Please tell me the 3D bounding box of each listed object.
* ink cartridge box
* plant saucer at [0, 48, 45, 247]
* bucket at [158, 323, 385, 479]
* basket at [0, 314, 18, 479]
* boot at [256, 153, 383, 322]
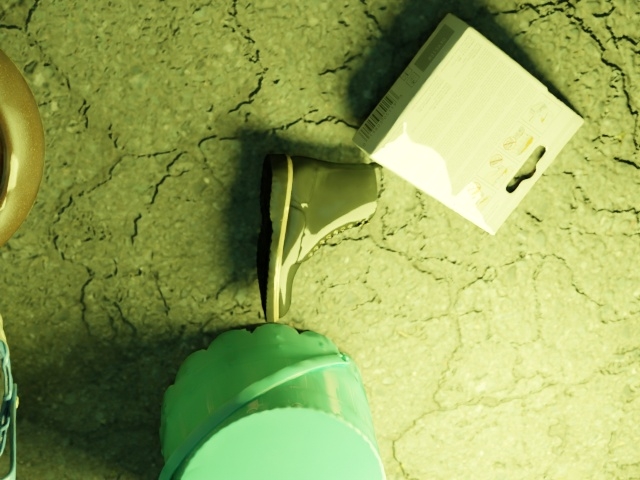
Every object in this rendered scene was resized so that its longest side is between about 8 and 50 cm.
[{"bbox_3d":[0.173,-0.129,1.264,0.225,0.056,0.181,28,105,-38],"label":"ink cartridge box"},{"bbox_3d":[-0.444,-0.089,1.141,0.311,0.050,0.310,-6,111,-15],"label":"plant saucer"},{"bbox_3d":[-0.058,0.255,1.294,0.281,0.183,0.281,-4,111,-9],"label":"bucket"},{"bbox_3d":[-0.435,0.174,1.140,0.255,0.289,0.201,6,111,-10],"label":"basket"},{"bbox_3d":[0.000,0.000,1.265,0.137,0.077,0.197,0,113,-15],"label":"boot"}]
